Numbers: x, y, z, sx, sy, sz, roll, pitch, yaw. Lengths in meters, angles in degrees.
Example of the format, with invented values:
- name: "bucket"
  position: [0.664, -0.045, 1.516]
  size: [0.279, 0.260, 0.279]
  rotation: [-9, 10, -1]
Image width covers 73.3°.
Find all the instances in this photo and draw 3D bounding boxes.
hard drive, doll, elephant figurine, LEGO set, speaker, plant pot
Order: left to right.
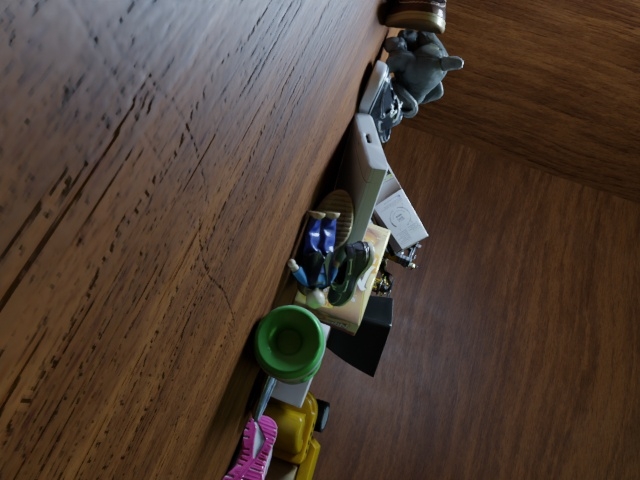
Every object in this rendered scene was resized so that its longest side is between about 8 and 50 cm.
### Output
- name: "speaker"
  position: [-0.055, 0.209, 0.829]
  size: [0.296, 0.131, 0.131]
  rotation: [94, 17, -70]
- name: "doll"
  position: [-0.008, 0.038, 0.833]
  size: [0.129, 0.046, 0.189]
  rotation: [-2, 101, -40]
- name: "hard drive"
  position: [0.070, -0.085, 1.017]
  size: [0.233, 0.047, 0.353]
  rotation: [-96, -165, -47]
- name: "plant pot"
  position: [0.118, 0.272, 1.335]
  size: [0.187, 0.166, 0.188]
  rotation: [-60, 167, -69]
- name: "LEGO set"
  position: [0.238, 0.113, 1.565]
  size: [0.255, 0.192, 0.331]
  rotation: [100, 16, -54]
- name: "elephant figurine"
  position: [0.233, -0.395, 1.101]
  size: [0.240, 0.169, 0.186]
  rotation: [87, -3, -55]

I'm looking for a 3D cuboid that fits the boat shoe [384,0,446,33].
- name: "boat shoe"
  position: [0.211, -0.518, 0.919]
  size: [0.342, 0.123, 0.123]
  rotation: [-67, 166, -59]

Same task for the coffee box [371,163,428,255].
- name: "coffee box"
  position: [0.210, -0.107, 1.374]
  size: [0.118, 0.297, 0.168]
  rotation: [-28, 173, 1]

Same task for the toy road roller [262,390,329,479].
- name: "toy road roller"
  position: [-0.117, 0.603, 1.297]
  size: [0.240, 0.202, 0.330]
  rotation: [54, 50, -68]

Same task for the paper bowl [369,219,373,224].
- name: "paper bowl"
  position: [0.166, -0.074, 1.808]
  size: [0.284, 0.147, 0.285]
  rotation: [21, 90, -85]

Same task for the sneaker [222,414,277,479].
- name: "sneaker"
  position: [-0.175, 0.572, 1.059]
  size: [0.111, 0.102, 0.252]
  rotation: [100, 13, -54]

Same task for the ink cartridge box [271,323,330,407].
- name: "ink cartridge box"
  position: [-0.053, 0.325, 1.281]
  size: [0.273, 0.114, 0.199]
  rotation: [-46, 155, -77]

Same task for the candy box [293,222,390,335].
- name: "candy box"
  position: [0.063, 0.082, 1.202]
  size: [0.088, 0.182, 0.317]
  rotation: [100, 11, -57]

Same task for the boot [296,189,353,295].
- name: "boot"
  position: [0.000, 0.000, 0.978]
  size: [0.207, 0.090, 0.249]
  rotation: [-111, -142, -80]

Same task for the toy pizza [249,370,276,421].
- name: "toy pizza"
  position: [-0.127, 0.335, 1.043]
  size: [0.201, 0.032, 0.202]
  rotation: [20, 90, -85]

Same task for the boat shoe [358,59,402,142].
- name: "boat shoe"
  position: [0.151, -0.320, 1.045]
  size: [0.301, 0.102, 0.108]
  rotation: [86, 25, -77]

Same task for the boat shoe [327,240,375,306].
- name: "boat shoe"
  position: [0.047, 0.075, 0.938]
  size: [0.206, 0.064, 0.075]
  rotation: [118, -36, -43]
